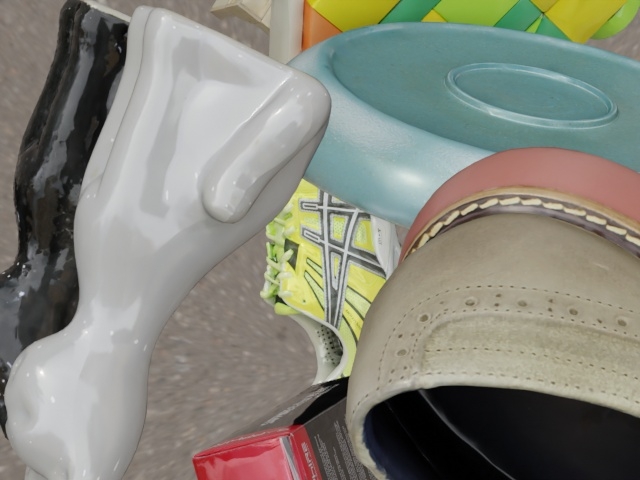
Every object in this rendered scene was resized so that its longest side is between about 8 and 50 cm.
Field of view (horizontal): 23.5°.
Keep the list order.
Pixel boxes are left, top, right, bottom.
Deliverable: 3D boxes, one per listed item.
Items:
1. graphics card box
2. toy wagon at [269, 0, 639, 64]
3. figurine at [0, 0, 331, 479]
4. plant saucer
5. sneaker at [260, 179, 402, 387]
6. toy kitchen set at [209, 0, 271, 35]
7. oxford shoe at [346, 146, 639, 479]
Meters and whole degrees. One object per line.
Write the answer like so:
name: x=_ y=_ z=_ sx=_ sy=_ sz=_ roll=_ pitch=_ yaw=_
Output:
graphics card box: x=0.015 y=0.249 z=1.323 sx=0.094 sy=0.371 sz=0.232 roll=-16 pitch=90 yaw=16
toy wagon: x=0.119 y=-0.208 z=1.046 sx=0.344 sy=0.267 sz=0.068 roll=-45 pitch=43 yaw=13
figurine: x=-0.095 y=0.007 z=0.681 sx=0.092 sy=0.215 sz=0.209 roll=24 pitch=90 yaw=-23
plant saucer: x=0.120 y=-0.070 z=0.905 sx=0.318 sy=0.317 sz=0.043 roll=10 pitch=113 yaw=1
sneaker: x=0.000 y=0.000 z=1.640 sx=0.147 sy=0.145 sz=0.384 roll=-29 pitch=98 yaw=-23
toy kitchen set: x=-0.055 y=-0.250 z=1.635 sx=0.083 sy=0.075 sz=0.068 roll=36 pitch=76 yaw=-24
oxford shoe: x=0.152 y=0.116 z=0.404 sx=0.348 sy=0.130 sz=0.123 roll=32 pitch=122 yaw=5
